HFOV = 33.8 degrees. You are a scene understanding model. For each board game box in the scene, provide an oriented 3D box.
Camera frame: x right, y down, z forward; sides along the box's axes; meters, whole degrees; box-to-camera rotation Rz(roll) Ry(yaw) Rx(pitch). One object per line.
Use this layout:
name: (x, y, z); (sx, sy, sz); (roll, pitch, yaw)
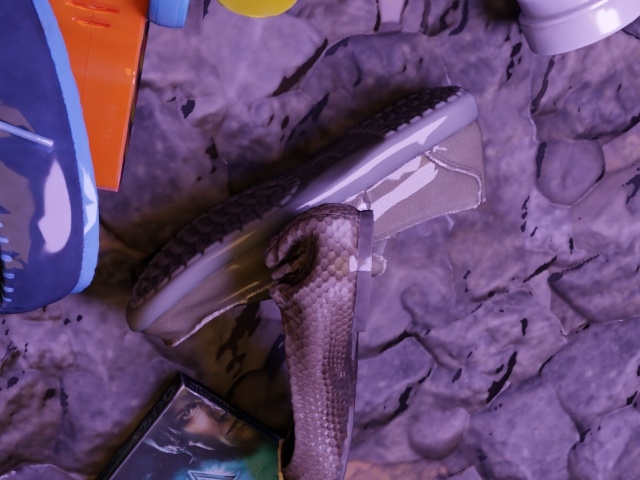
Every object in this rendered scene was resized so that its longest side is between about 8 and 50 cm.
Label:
board game box: (-0.100, 0.195, 0.711); (0.126, 0.026, 0.186); (36, 95, -21)

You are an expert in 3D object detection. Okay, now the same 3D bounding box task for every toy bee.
toy bee: (-0.094, -0.180, 0.549); (0.195, 0.162, 0.298); (28, 125, -21)

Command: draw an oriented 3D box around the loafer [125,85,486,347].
loafer: (0.000, 0.000, 0.640); (0.251, 0.094, 0.087); (-30, 107, -3)

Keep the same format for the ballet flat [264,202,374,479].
ballet flat: (-0.007, 0.078, 0.615); (0.058, 0.084, 0.250); (4, 134, -1)

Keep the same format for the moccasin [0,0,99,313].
moccasin: (-0.212, -0.118, 0.466); (0.116, 0.137, 0.342); (-23, 88, -41)

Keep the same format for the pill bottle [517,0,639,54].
pill bottle: (0.121, -0.205, 0.603); (0.103, 0.103, 0.184); (-30, 111, -3)
